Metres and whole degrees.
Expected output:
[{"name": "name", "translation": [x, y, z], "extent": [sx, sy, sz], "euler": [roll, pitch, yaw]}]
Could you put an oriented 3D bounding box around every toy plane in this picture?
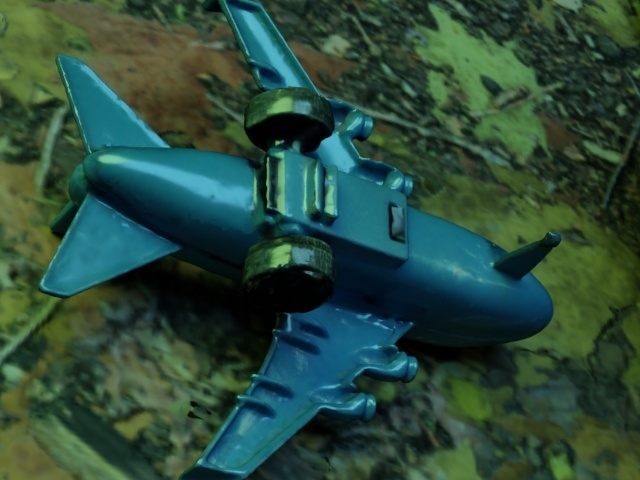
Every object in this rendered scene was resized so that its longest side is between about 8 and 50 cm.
[{"name": "toy plane", "translation": [0.000, 0.000, 0.872], "extent": [0.271, 0.105, 0.254], "euler": [12, 58, -21]}]
